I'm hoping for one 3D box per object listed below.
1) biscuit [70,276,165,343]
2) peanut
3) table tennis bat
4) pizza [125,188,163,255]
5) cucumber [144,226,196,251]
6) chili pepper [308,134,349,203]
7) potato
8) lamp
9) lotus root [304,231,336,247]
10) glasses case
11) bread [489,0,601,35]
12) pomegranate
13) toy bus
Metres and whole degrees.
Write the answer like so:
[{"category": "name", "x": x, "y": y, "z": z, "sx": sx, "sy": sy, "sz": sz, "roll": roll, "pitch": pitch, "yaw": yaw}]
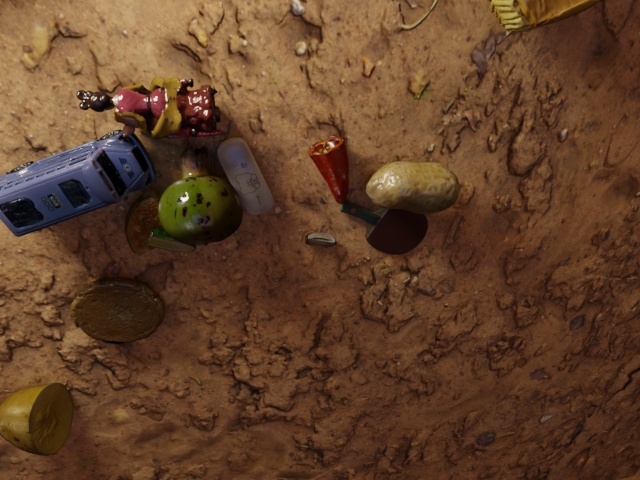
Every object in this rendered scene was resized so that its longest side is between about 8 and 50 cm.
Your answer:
[{"category": "biscuit", "x": -0.519, "y": 0.181, "z": 1.134, "sx": 0.226, "sy": 0.042, "sz": 0.226, "roll": -5, "pitch": 122, "yaw": -9}, {"category": "peanut", "x": 0.222, "y": -0.129, "z": 1.067, "sx": 0.224, "sy": 0.129, "sz": 0.129, "roll": 6, "pitch": 121, "yaw": -6}, {"category": "table tennis bat", "x": 0.169, "y": -0.044, "z": 1.168, "sx": 0.274, "sy": 0.021, "sz": 0.154, "roll": 22, "pitch": 115, "yaw": -26}, {"category": "pizza", "x": -0.385, "y": -0.036, "z": 1.025, "sx": 0.134, "sy": 0.046, "sz": 0.175, "roll": 21, "pitch": 119, "yaw": -29}, {"category": "cucumber", "x": -0.340, "y": -0.002, "z": 1.010, "sx": 0.107, "sy": 0.035, "sz": 0.067, "roll": 17, "pitch": 147, "yaw": -29}, {"category": "chili pepper", "x": 0.034, "y": -0.155, "z": 1.044, "sx": 0.088, "sy": 0.065, "sz": 0.169, "roll": -20, "pitch": 128, "yaw": 1}, {"category": "potato", "x": -0.796, "y": 0.484, "z": 1.198, "sx": 0.158, "sy": 0.178, "sz": 0.203, "roll": -3, "pitch": 142, "yaw": 6}, {"category": "lamp", "x": -0.327, "y": -0.254, "z": 0.864, "sx": 0.253, "sy": 0.118, "sz": 0.118, "roll": -6, "pitch": 123, "yaw": -11}, {"category": "lotus root", "x": 0.000, "y": -0.002, "z": 1.149, "sx": 0.083, "sy": 0.030, "sz": 0.037, "roll": 10, "pitch": 150, "yaw": -15}, {"category": "glasses case", "x": -0.169, "y": -0.144, "z": 1.006, "sx": 0.074, "sy": 0.049, "sz": 0.193, "roll": -22, "pitch": 123, "yaw": 2}, {"category": "bread", "x": 0.456, "y": -0.524, "z": 0.862, "sx": 0.250, "sy": 0.133, "sz": 0.179, "roll": -32, "pitch": 123, "yaw": 7}, {"category": "pomegranate", "x": -0.263, "y": -0.087, "z": 0.967, "sx": 0.179, "sy": 0.210, "sz": 0.179, "roll": -9, "pitch": 154, "yaw": -4}, {"category": "toy bus", "x": -0.496, "y": -0.116, "z": 0.895, "sx": 0.292, "sy": 0.133, "sz": 0.125, "roll": -20, "pitch": 124, "yaw": 0}]
